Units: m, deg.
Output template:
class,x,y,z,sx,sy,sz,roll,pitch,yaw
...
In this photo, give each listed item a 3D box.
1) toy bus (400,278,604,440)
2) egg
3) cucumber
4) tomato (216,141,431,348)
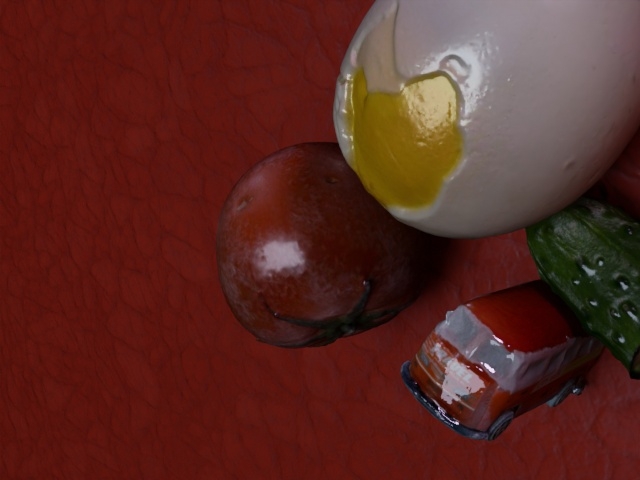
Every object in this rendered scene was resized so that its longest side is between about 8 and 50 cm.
class,x,y,z,sx,sy,sz,roll,pitch,yaw
toy bus,0.202,0.114,0.978,0.121,0.265,0.119,44,120,27
egg,0.181,-0.166,0.907,0.345,0.283,0.283,-46,69,31
cucumber,0.290,0.018,0.964,0.244,0.134,0.134,51,131,36
tomato,0.000,0.000,1.140,0.265,0.265,0.264,13,110,41
